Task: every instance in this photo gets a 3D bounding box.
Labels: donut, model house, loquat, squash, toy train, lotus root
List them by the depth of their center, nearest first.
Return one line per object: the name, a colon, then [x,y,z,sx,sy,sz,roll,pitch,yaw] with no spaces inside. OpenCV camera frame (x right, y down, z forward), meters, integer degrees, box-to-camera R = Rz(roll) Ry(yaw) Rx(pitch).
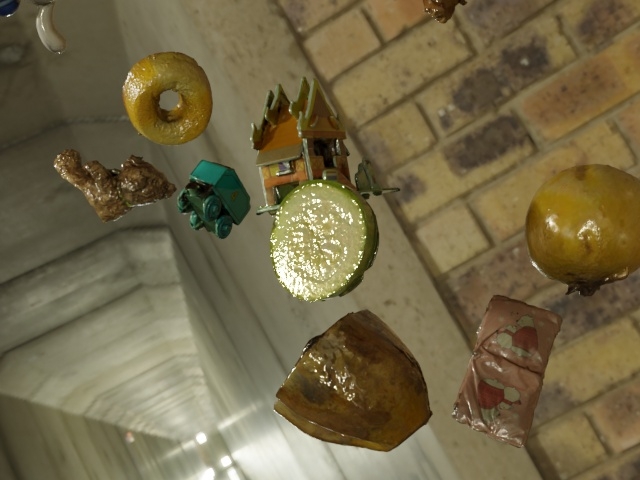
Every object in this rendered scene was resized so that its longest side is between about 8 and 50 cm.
lotus root: [0.049,0.214,1.198,0.199,0.180,0.188,-49,-12,17]
squash: [-0.003,-0.001,1.551,0.219,0.219,0.041,-32,-24,26]
donut: [-0.267,-0.247,1.579,0.162,0.065,0.178,-30,-44,-4]
loquat: [0.484,-0.018,1.594,0.244,0.243,0.244,-28,-7,-4]
model house: [0.010,-0.231,2.112,0.243,0.312,0.358,-7,1,34]
toy train: [-0.255,-0.098,2.131,0.154,0.107,0.198,-57,-34,-22]

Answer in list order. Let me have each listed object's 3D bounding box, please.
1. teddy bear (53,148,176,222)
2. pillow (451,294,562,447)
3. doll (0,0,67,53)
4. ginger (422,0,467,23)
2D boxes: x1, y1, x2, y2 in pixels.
teddy bear: [-0.584,-0.186,2.496,0.222,0.296,0.246,-44,-27,9]
pillow: [0.320,0.221,1.518,0.049,0.135,0.248,95,-164,-66]
doll: [-0.771,-0.695,2.209,0.366,0.375,0.187,13,3,-18]
ginger: [0.227,-0.638,1.838,0.274,0.357,0.152,-41,36,-24]
